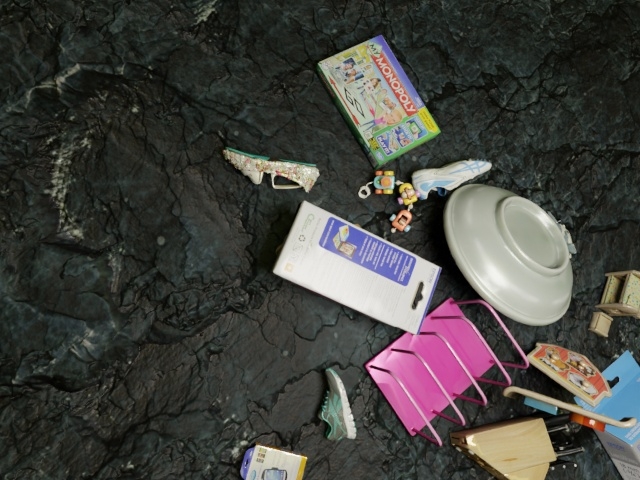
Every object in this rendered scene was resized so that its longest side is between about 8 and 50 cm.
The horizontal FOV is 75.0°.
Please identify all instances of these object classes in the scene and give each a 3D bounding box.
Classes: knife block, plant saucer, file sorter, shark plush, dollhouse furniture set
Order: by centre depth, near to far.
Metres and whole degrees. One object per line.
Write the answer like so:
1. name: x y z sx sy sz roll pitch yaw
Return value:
1. file sorter: 0.293 0.293 0.965 0.290 0.182 0.202 -34 88 -16
2. knife block: 0.491 0.471 1.021 0.275 0.088 0.242 36 67 4
3. plant saucer: 0.492 0.005 1.026 0.400 0.100 0.401 14 55 -21
4. dollhouse furniture set: 0.865 0.201 1.147 0.160 0.101 0.182 29 75 -6
5. shark plush: 0.663 -0.008 1.170 0.067 0.073 0.161 -9 86 17

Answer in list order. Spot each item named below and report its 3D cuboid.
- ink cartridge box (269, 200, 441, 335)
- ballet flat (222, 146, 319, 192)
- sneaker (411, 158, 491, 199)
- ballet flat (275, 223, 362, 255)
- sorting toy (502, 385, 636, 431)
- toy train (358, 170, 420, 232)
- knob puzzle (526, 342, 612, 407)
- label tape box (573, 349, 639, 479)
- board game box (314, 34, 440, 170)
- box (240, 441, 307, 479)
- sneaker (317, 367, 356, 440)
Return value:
1. ink cartridge box: 0.086 0.068 0.959 0.370 0.069 0.176 25 78 -9
2. ballet flat: -0.123 -0.168 1.016 0.240 0.091 0.077 11 100 -6
3. sneaker: 0.353 -0.168 1.120 0.237 0.085 0.086 -16 99 -14
4. ballet flat: 0.000 0.000 1.024 0.232 0.080 0.073 -5 53 -15
5. sorting toy: 0.547 0.380 0.929 0.229 0.307 0.041 6 73 34
6. toy train: 0.183 -0.102 1.066 0.166 0.046 0.125 41 99 1
7. knob puzzle: 0.638 0.316 1.051 0.213 0.213 0.030 13 115 -10
8. label tape box: 0.868 0.499 1.091 0.240 0.106 0.334 -31 88 -16
9. board game box: 0.155 -0.377 1.130 0.213 0.046 0.317 -30 87 -15
10. box: -0.106 0.502 0.922 0.136 0.028 0.081 18 77 -6
11. sneaker: 0.027 0.380 0.956 0.076 0.065 0.167 -14 82 -10
